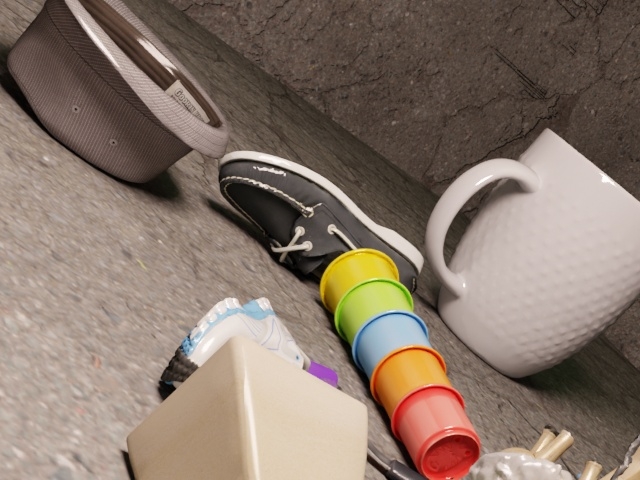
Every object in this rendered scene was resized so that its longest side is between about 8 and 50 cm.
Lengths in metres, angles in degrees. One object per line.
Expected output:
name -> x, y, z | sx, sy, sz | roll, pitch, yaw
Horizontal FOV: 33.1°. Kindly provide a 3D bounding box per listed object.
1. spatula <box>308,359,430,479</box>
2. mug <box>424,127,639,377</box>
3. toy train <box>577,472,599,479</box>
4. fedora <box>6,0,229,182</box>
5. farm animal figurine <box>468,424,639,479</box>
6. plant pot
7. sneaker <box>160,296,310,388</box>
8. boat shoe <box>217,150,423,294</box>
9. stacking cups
spatula -> 0.048, 0.174, 0.928 | 0.296, 0.030, 0.084 | 40, 14, 1
mug -> 0.314, 0.017, 1.639 | 0.374, 0.328, 0.276 | 31, 14, -35
toy train -> 0.285, 0.311, 1.067 | 0.105, 0.080, 0.184 | 46, 7, -18
fedora -> -0.224, -0.162, 1.112 | 0.275, 0.124, 0.244 | 44, 11, -25
farm animal figurine -> 0.263, 0.276, 0.699 | 0.327, 0.172, 0.330 | 50, -25, -10
plant pot -> -0.038, 0.140, 0.619 | 0.109, 0.109, 0.096 | 34, 25, -29
sneaker -> -0.051, 0.091, 0.817 | 0.083, 0.071, 0.190 | 42, 14, 11
boat shoe -> 0.000, 0.000, 1.273 | 0.302, 0.091, 0.114 | 29, -29, -23
stacking cups -> 0.075, 0.127, 1.104 | 0.096, 0.096, 0.316 | 34, 18, -28
